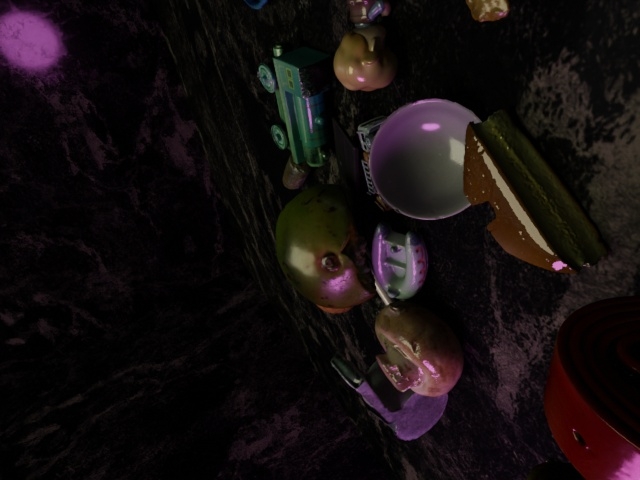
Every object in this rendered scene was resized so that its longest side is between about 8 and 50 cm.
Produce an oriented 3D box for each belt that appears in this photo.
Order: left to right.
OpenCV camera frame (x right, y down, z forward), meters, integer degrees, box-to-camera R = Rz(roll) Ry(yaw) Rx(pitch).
[{"bbox_3d":[0.388,0.173,0.379,0.324,0.227,0.115,21,138,36],"label":"belt"}]

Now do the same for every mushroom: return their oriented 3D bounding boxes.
[{"bbox_3d":[0.143,-0.003,1.061,0.123,0.052,0.123,50,155,33],"label":"mushroom"},{"bbox_3d":[0.224,0.257,1.008,0.254,0.184,0.255,55,174,8],"label":"mushroom"}]

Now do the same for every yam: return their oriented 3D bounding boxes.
[{"bbox_3d":[-0.075,-0.217,1.311,0.078,0.078,0.179,61,162,6],"label":"yam"}]

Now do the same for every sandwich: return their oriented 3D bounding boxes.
[{"bbox_3d":[0.272,-0.055,0.576,0.244,0.090,0.088,60,159,9],"label":"sandwich"}]

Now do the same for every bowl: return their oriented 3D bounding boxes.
[{"bbox_3d":[0.177,-0.134,0.680,0.188,0.189,0.086,67,-158,-13],"label":"bowl"}]

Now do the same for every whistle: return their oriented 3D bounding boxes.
[{"bbox_3d":[0.181,0.426,1.162,0.168,0.405,0.188,37,107,54],"label":"whistle"}]

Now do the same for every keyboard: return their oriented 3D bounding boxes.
[{"bbox_3d":[0.064,-0.164,1.024,0.103,0.041,0.381,59,170,16],"label":"keyboard"}]

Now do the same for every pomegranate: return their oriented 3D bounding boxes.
[{"bbox_3d":[0.002,0.016,1.068,0.358,0.216,0.309,-102,-10,-76],"label":"pomegranate"}]

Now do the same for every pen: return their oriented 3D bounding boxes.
[{"bbox_3d":[0.183,0.154,1.197,0.268,0.033,0.033,57,161,15],"label":"pen"}]

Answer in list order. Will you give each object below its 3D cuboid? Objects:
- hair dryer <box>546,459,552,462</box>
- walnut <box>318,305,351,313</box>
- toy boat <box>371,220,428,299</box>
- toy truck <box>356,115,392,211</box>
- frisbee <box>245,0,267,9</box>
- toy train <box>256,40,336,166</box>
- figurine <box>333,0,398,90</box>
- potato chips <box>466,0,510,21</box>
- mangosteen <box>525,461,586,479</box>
[{"bbox_3d":[0.505,0.470,0.757,0.237,0.076,0.206,-142,37,-68],"label":"hair dryer"},{"bbox_3d":[0.034,0.128,1.327,0.195,0.195,0.221,38,151,52],"label":"walnut"},{"bbox_3d":[0.174,0.056,0.960,0.134,0.079,0.207,18,136,31],"label":"toy boat"},{"bbox_3d":[0.126,-0.164,0.845,0.115,0.080,0.177,-128,17,-57],"label":"toy truck"},{"bbox_3d":[-0.167,-0.673,0.969,0.242,0.045,0.242,53,159,30],"label":"frisbee"},{"bbox_3d":[-0.045,-0.322,1.025,0.194,0.120,0.298,39,151,40],"label":"toy train"},{"bbox_3d":[0.078,-0.354,0.702,0.114,0.108,0.195,28,125,44],"label":"figurine"},{"bbox_3d":[0.134,-0.436,0.443,0.057,0.080,0.406,-8,107,53],"label":"potato chips"},{"bbox_3d":[0.422,0.472,0.509,0.381,0.382,0.435,60,177,8],"label":"mangosteen"}]
